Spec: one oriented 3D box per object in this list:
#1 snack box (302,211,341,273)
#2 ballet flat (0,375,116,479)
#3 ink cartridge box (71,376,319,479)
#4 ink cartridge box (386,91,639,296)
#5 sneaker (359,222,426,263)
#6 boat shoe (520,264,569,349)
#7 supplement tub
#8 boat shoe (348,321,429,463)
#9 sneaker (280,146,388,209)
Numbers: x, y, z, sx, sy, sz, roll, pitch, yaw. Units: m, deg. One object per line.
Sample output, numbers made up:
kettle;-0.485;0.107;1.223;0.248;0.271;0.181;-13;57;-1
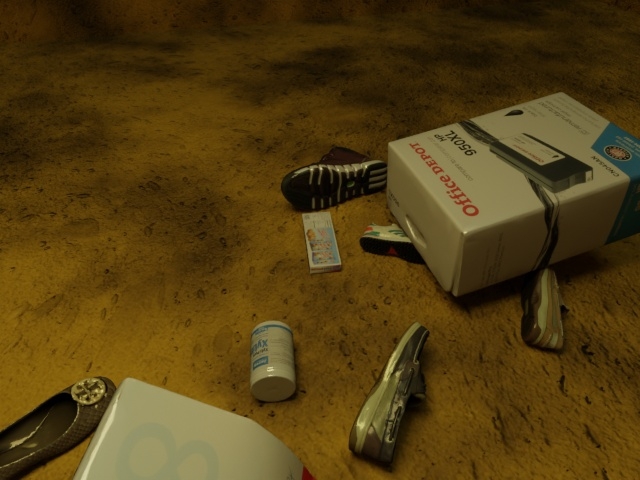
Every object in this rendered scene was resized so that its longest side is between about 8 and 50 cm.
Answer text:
snack box;0.000;0.000;0.989;0.064;0.022;0.178;-4;40;-5
ballet flat;-0.403;0.269;0.642;0.250;0.058;0.084;-33;50;-33
ink cartridge box;-0.058;0.332;0.413;0.385;0.091;0.308;24;38;-13
ink cartridge box;0.357;-0.100;0.873;0.394;0.166;0.285;-18;45;-9
sneaker;0.166;-0.004;0.963;0.161;0.057;0.075;11;46;18
boat shoe;0.399;0.112;0.825;0.072;0.068;0.190;22;52;6
supplement tub;-0.075;0.185;0.729;0.071;0.071;0.107;-4;38;-4
boat shoe;0.118;0.219;0.685;0.073;0.080;0.223;24;51;20
sneaker;0.011;-0.162;1.139;0.281;0.106;0.162;-10;34;-27
